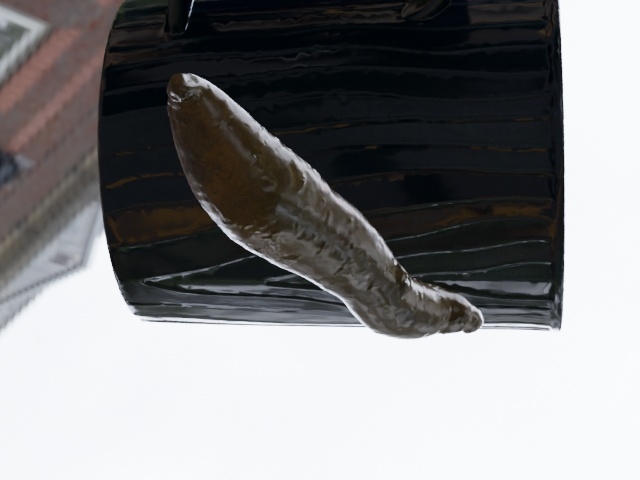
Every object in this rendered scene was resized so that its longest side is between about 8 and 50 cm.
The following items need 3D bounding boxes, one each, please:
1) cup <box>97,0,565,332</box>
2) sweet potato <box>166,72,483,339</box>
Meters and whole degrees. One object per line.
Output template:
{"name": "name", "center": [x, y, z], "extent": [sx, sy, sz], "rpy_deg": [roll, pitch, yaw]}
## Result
{"name": "cup", "center": [0.006, -0.045, 0.513], "extent": [0.138, 0.113, 0.150], "rpy_deg": [-1, -80, 6]}
{"name": "sweet potato", "center": [0.000, 0.000, 0.375], "extent": [0.026, 0.115, 0.026], "rpy_deg": [-25, -135, 27]}
